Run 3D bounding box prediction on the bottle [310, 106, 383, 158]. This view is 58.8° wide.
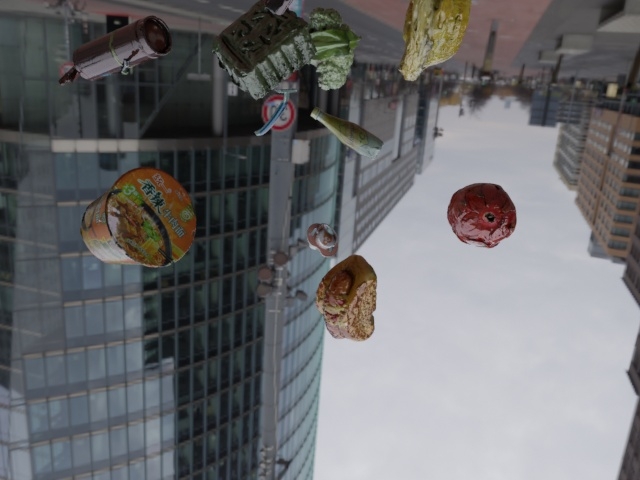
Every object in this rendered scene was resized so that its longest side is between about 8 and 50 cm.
[{"bbox_3d":[0.087,-0.372,1.948,0.269,0.083,0.083,30,-162,-1],"label":"bottle"}]

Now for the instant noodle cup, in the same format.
[{"bbox_3d":[-0.439,-0.041,1.335,0.182,0.231,0.230,-11,-177,41],"label":"instant noodle cup"}]

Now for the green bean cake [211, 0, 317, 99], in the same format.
[{"bbox_3d":[-0.170,-0.557,1.638,0.255,0.132,0.241,-37,-124,-2],"label":"green bean cake"}]

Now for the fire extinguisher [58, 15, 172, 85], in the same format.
[{"bbox_3d":[-0.537,-0.467,1.450,0.341,0.105,0.142,-7,-141,32],"label":"fire extinguisher"}]

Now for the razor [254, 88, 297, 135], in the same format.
[{"bbox_3d":[-0.135,-0.362,1.636,0.068,0.191,0.037,-16,-113,-45],"label":"razor"}]

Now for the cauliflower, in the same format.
[{"bbox_3d":[-0.017,-0.637,1.892,0.314,0.257,0.239,-2,-131,2],"label":"cauliflower"}]

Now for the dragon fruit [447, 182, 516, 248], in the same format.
[{"bbox_3d":[0.548,-0.088,1.937,0.240,0.241,0.252,8,165,12],"label":"dragon fruit"}]

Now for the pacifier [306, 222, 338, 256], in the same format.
[{"bbox_3d":[0.000,0.000,1.481,0.078,0.099,0.082,-29,-157,52],"label":"pacifier"}]

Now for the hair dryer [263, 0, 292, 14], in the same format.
[{"bbox_3d":[-0.065,-0.505,1.105,0.123,0.312,0.341,30,-127,-15],"label":"hair dryer"}]

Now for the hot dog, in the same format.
[{"bbox_3d":[0.071,0.177,1.620,0.153,0.257,0.150,-14,-147,-24],"label":"hot dog"}]

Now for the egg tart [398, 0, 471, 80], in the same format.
[{"bbox_3d":[0.320,-0.642,1.610,0.168,0.389,0.388,6,-163,-1],"label":"egg tart"}]
